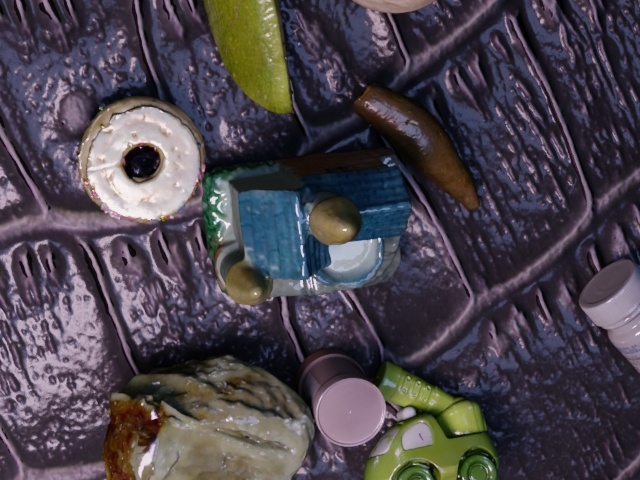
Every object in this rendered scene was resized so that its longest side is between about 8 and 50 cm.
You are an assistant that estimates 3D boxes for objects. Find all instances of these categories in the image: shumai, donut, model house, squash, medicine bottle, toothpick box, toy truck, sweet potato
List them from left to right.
[{"bbox_3d":[-0.237,-0.108,1.799,0.174,0.068,0.174,-2,102,-9],"label":"donut"},{"bbox_3d":[-0.150,0.279,1.776,0.260,0.222,0.225,12,111,9],"label":"shumai"},{"bbox_3d":[-0.103,-0.301,1.791,0.093,0.169,0.252,-13,126,-7],"label":"squash"},{"bbox_3d":[0.000,0.000,1.735,0.267,0.325,0.194,-7,100,-10],"label":"model house"},{"bbox_3d":[0.026,0.214,1.870,0.098,0.149,0.098,-2,101,-11],"label":"toothpick box"},{"bbox_3d":[0.147,-0.135,1.872,0.243,0.077,0.077,38,91,-19],"label":"sweet potato"},{"bbox_3d":[0.159,0.284,1.925,0.187,0.148,0.210,8,74,-11],"label":"toy truck"},{"bbox_3d":[0.464,0.119,1.968,0.105,0.105,0.168,-44,106,-1],"label":"medicine bottle"}]

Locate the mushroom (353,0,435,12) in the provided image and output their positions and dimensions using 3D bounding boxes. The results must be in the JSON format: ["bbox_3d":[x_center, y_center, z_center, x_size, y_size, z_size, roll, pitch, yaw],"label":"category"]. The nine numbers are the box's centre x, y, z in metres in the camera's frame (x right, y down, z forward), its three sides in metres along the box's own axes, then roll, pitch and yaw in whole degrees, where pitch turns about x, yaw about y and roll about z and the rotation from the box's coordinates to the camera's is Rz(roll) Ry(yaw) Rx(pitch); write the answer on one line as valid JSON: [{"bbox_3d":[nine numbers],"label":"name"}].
[{"bbox_3d":[0.100,-0.397,1.739,0.207,0.215,0.207,0,96,-5],"label":"mushroom"}]
